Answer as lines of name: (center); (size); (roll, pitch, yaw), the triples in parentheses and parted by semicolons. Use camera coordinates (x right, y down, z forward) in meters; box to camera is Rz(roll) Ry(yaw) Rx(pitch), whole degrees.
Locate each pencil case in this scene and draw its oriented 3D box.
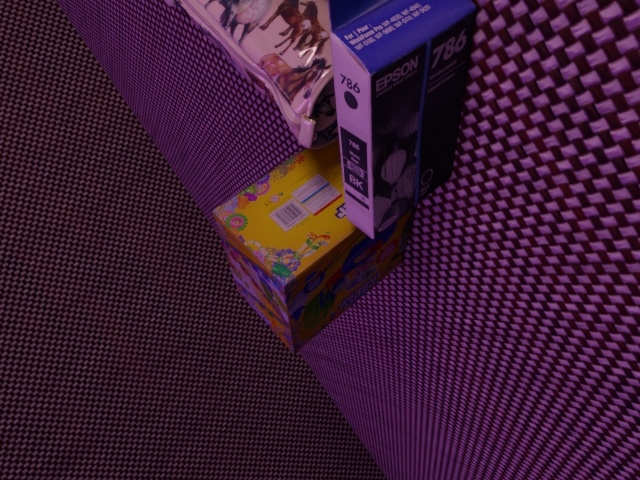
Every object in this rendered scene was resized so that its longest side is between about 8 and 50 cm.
pencil case: (-0.092, -0.316, 0.753); (0.410, 0.183, 0.160); (48, 159, 13)

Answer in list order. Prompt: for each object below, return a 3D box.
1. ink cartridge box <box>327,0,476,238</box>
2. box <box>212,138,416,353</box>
ink cartridge box: (0.097, -0.161, 0.612); (0.065, 0.165, 0.333); (40, 157, 32)
box: (0.000, 0.000, 0.906); (0.177, 0.290, 0.279); (44, 158, 23)
